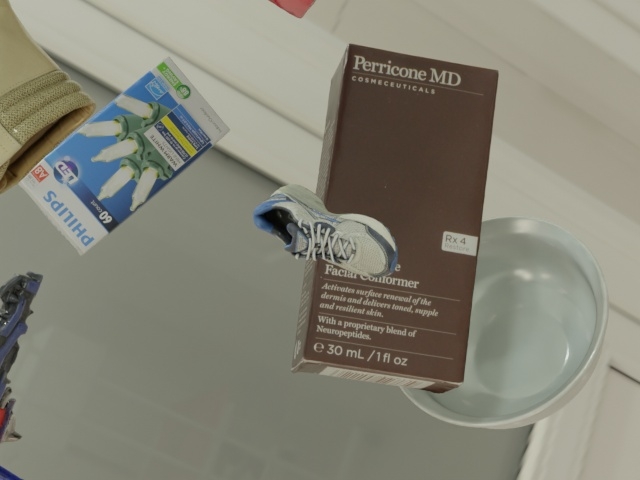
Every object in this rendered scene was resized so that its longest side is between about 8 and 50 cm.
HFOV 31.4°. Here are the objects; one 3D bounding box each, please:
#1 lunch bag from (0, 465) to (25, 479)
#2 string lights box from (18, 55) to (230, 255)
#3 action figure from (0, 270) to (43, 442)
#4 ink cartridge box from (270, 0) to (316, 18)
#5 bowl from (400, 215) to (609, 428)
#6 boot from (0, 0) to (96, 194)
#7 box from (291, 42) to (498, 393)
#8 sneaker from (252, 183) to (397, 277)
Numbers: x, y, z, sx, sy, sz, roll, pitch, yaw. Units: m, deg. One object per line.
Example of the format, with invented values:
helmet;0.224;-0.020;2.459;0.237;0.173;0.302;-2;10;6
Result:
lunch bag;-0.503;0.458;1.702;0.138;0.293;0.221;20;72;51
string lights box;-0.265;-0.113;1.539;0.259;0.133;0.077;-43;8;-14
action figure;-0.495;0.162;1.404;0.178;0.330;0.341;11;70;41
ink cartridge box;-0.081;-0.391;1.066;0.226;0.306;0.131;-62;11;-10
bowl;0.245;0.126;1.476;0.297;0.134;0.298;-17;53;23
boot;-0.332;-0.107;0.892;0.262;0.203;0.095;-37;-1;-24
box;0.089;-0.022;1.352;0.143;0.191;0.381;122;156;-76
sneaker;0.000;0.000;0.932;0.058;0.135;0.052;-22;-51;-50
